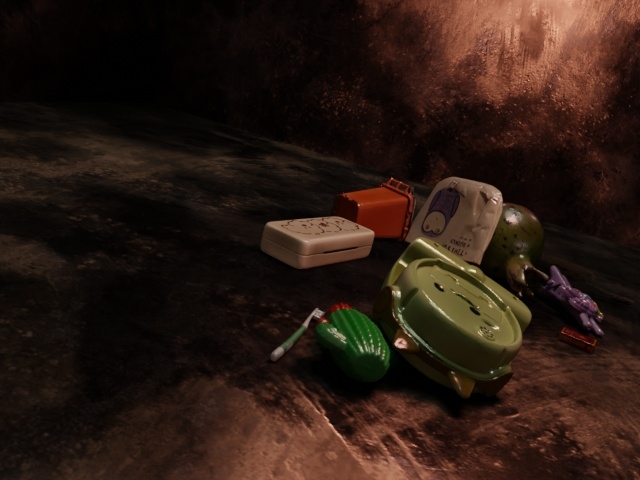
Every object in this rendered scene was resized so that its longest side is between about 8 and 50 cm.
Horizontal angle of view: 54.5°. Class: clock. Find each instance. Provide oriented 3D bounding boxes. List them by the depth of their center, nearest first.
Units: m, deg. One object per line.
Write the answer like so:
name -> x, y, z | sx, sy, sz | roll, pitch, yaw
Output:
clock -> 0.242, 0.146, 1.143 | 0.286, 0.117, 0.348 | 35, 26, 6

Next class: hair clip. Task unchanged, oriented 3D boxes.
hair clip -> 0.679, 0.154, 1.694 | 0.137, 0.090, 0.278 | 35, 9, -23

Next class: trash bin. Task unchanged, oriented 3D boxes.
trash bin -> 0.168, -0.098, 1.953 | 0.238, 0.185, 0.161 | -4, 24, -37

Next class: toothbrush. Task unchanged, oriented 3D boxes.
toothbrush -> -0.038, 0.165, 1.117 | 0.024, 0.018, 0.257 | 26, 17, 12

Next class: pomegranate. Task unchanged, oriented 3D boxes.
pomegranate -> 0.561, 0.041, 1.836 | 0.242, 0.242, 0.306 | 3, 60, -37

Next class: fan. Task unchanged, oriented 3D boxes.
fan -> 0.822, 0.119, 1.985 | 0.414, 0.012, 0.233 | 23, -11, -13

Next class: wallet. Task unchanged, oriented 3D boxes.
wallet -> 0.393, -0.054, 1.828 | 0.068, 0.275, 0.335 | 33, -5, -33

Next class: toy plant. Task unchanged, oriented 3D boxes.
toy plant -> 0.066, 0.173, 1.076 | 0.154, 0.088, 0.240 | 30, 7, 8

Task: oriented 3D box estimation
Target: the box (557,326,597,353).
box -> 0.615, 0.238, 1.486 | 0.082, 0.023, 0.051 | 23, 18, 25

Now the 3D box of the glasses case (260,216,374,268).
glasses case -> 0.000, 0.000, 1.620 | 0.144, 0.076, 0.336 | 25, 18, 30
